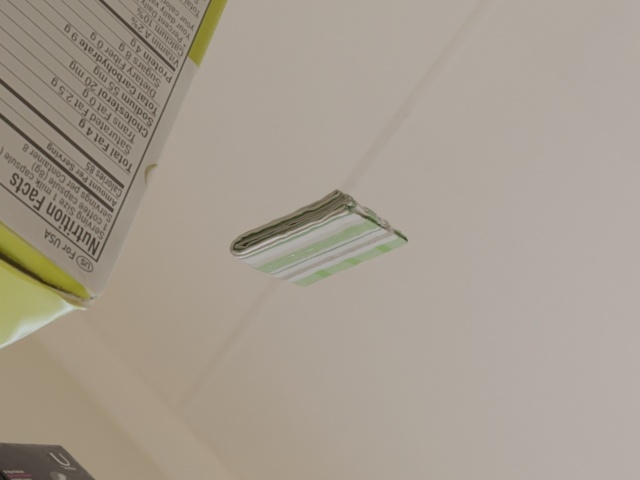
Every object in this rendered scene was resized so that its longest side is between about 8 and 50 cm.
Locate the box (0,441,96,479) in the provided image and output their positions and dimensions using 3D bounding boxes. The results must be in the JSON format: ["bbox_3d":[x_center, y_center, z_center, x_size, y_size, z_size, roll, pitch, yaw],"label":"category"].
[{"bbox_3d":[-0.251,0.334,1.584,0.270,0.143,0.165,39,-77,31],"label":"box"}]

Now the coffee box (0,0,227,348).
[{"bbox_3d":[-0.293,-0.127,0.902,0.337,0.334,0.338,-26,-56,38],"label":"coffee box"}]

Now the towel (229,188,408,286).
[{"bbox_3d":[0.000,0.000,1.405,0.113,0.152,0.023,-22,-108,16],"label":"towel"}]
